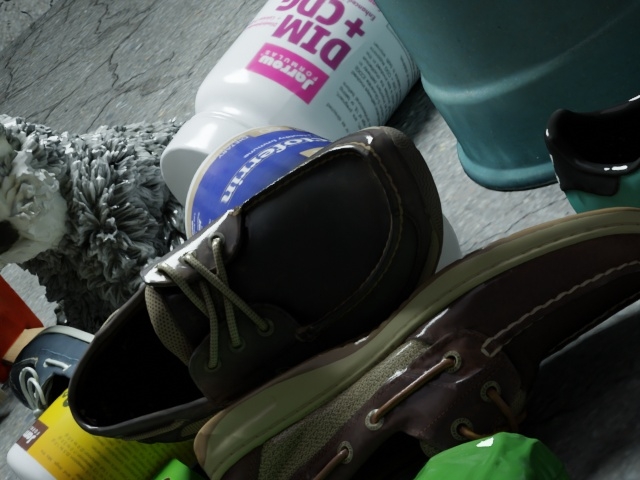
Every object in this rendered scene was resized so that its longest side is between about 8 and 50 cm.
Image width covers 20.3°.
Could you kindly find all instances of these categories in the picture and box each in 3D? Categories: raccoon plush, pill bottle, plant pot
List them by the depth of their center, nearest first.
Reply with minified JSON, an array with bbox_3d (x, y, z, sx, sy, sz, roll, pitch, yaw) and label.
[{"bbox_3d":[0.000,0.000,1.395,0.153,0.153,0.265,-45,23,-7],"label":"pill bottle"},{"bbox_3d":[-0.164,0.163,1.412,0.215,0.117,0.117,-47,22,-13],"label":"pill bottle"},{"bbox_3d":[0.152,-0.278,1.414,0.341,0.334,0.341,-35,22,16],"label":"plant pot"},{"bbox_3d":[-0.016,-0.138,1.667,0.160,0.160,0.283,-9,40,54],"label":"pill bottle"},{"bbox_3d":[-0.220,-0.099,1.751,0.216,0.299,0.446,-22,29,41],"label":"raccoon plush"}]

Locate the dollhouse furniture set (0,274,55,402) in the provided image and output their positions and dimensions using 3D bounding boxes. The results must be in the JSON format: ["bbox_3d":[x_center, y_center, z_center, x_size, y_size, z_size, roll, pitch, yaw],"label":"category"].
[{"bbox_3d":[-0.379,0.033,1.831,0.135,0.259,0.262,0,44,46],"label":"dollhouse furniture set"}]

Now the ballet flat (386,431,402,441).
[{"bbox_3d":[0.084,0.078,1.245,0.173,0.049,0.057,-48,23,-11],"label":"ballet flat"}]

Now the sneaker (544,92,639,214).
[{"bbox_3d":[0.273,-0.077,1.119,0.302,0.121,0.108,-24,28,37],"label":"sneaker"}]

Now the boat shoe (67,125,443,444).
[{"bbox_3d":[-0.052,0.052,1.206,0.130,0.132,0.355,-18,-20,-45],"label":"boat shoe"}]

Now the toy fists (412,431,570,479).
[{"bbox_3d":[0.028,0.217,1.028,0.279,0.096,0.142,-27,16,36],"label":"toy fists"}]

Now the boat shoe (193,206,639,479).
[{"bbox_3d":[0.084,0.103,1.144,0.342,0.123,0.123,-30,66,11],"label":"boat shoe"}]

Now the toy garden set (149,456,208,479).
[{"bbox_3d":[-0.096,0.230,1.275,0.244,0.049,0.204,-46,20,-13],"label":"toy garden set"}]

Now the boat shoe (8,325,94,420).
[{"bbox_3d":[-0.215,0.137,1.589,0.254,0.095,0.079,3,37,49],"label":"boat shoe"}]
